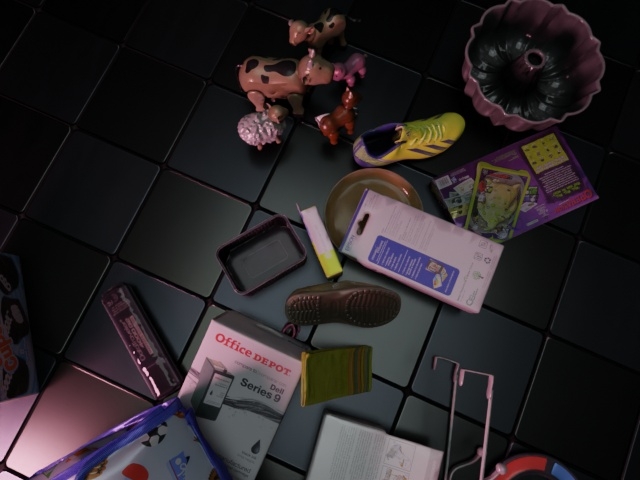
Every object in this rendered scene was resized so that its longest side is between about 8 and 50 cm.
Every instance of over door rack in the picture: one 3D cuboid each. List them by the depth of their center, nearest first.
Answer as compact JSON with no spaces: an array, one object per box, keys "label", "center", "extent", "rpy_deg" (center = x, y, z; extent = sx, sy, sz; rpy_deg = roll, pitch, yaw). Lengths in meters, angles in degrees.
[{"label":"over door rack","center":[0.308,0.402,0.865],"extent":[0.108,0.239,0.324],"rpy_deg":[-2,80,1]}]

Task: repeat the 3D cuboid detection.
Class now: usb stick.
[{"label":"usb stick","center":[-0.398,0.224,0.986],"extent":[0.077,0.045,0.278],"rpy_deg":[-33,82,0]}]

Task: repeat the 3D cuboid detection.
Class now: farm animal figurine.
[{"label":"farm animal figurine","center":[-0.045,-0.396,1.027],"extent":[0.327,0.172,0.330],"rpy_deg":[-9,68,4]}]

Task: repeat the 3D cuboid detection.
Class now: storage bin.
[{"label":"storage bin","center":[-0.131,0.036,1.007],"extent":[0.180,0.084,0.122],"rpy_deg":[-30,81,-7]}]

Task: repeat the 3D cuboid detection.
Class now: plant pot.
[{"label":"plant pot","center":[0.127,-0.056,1.055],"extent":[0.236,0.032,0.236],"rpy_deg":[0,79,-2]}]

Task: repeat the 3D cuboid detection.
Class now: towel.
[{"label":"towel","center":[0.041,0.273,0.907],"extent":[0.021,0.237,0.102],"rpy_deg":[-9,77,36]}]

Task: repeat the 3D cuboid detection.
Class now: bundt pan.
[{"label":"bundt pan","center":[0.500,-0.414,1.083],"extent":[0.331,0.124,0.331],"rpy_deg":[0,80,0]}]

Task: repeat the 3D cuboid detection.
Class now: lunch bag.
[{"label":"lunch bag","center":[-0.334,0.500,0.765],"extent":[0.385,0.239,0.328],"rpy_deg":[-29,91,1]}]

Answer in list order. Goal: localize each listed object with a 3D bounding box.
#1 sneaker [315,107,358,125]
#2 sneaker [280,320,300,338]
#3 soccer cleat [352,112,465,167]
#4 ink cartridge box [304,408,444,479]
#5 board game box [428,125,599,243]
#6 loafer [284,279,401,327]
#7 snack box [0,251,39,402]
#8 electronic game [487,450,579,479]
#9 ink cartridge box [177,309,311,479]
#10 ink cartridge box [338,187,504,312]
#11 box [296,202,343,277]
[{"label":"sneaker","center":[0.045,-0.302,1.100],"extent":[0.109,0.040,0.043],"rpy_deg":[-18,91,1]},{"label":"sneaker","center":[-0.084,0.234,0.983],"extent":[0.047,0.057,0.119],"rpy_deg":[23,81,1]},{"label":"soccer cleat","center":[0.217,-0.244,1.046],"extent":[0.289,0.121,0.093],"rpy_deg":[-17,80,-4]},{"label":"ink cartridge box","center":[0.091,0.542,0.923],"extent":[0.261,0.066,0.296],"rpy_deg":[17,80,2]},{"label":"board game box","center":[0.463,-0.119,1.067],"extent":[0.347,0.056,0.208],"rpy_deg":[-23,76,-5]},{"label":"loafer","center":[0.050,0.133,0.987],"extent":[0.268,0.092,0.102],"rpy_deg":[4,108,-15]},{"label":"snack box","center":[-0.689,0.178,0.917],"extent":[0.060,0.187,0.322],"rpy_deg":[-15,80,-4]},{"label":"electronic game","center":[0.454,0.570,0.933],"extent":[0.229,0.048,0.229],"rpy_deg":[0,80,-1]},{"label":"ink cartridge box","center":[-0.172,0.319,0.906],"extent":[0.211,0.121,0.289],"rpy_deg":[24,92,5]},{"label":"ink cartridge box","center":[0.220,0.022,0.989],"extent":[0.333,0.065,0.165],"rpy_deg":[25,82,5]},{"label":"box","center":[0.000,0.000,1.002],"extent":[0.042,0.109,0.178],"rpy_deg":[-22,80,-1]}]
